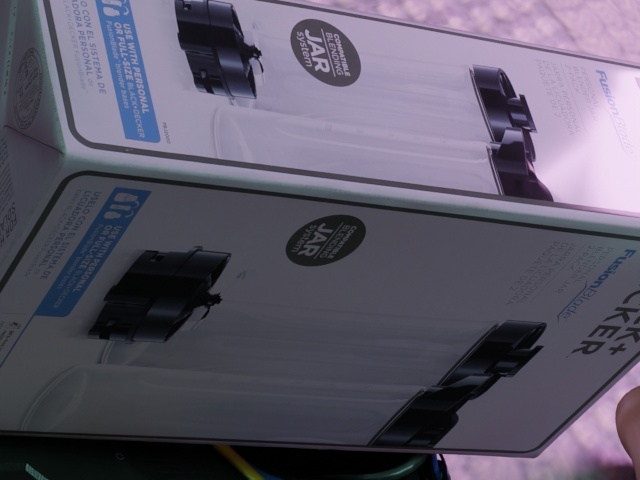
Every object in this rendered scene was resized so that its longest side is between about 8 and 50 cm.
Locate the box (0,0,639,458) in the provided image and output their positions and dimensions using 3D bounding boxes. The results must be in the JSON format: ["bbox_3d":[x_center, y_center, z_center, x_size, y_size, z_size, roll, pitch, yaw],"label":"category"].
[{"bbox_3d":[0.000,0.000,0.700,0.290,0.169,0.087,7,51,-32],"label":"box"}]

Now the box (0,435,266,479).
[{"bbox_3d":[-0.104,0.167,0.648,0.257,0.079,0.322,44,28,6],"label":"box"}]

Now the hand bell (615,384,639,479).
[{"bbox_3d":[0.171,0.202,0.911,0.126,0.126,0.242,30,61,-10],"label":"hand bell"}]

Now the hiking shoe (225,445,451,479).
[{"bbox_3d":[0.021,0.147,0.816,0.304,0.132,0.113,43,48,3],"label":"hiking shoe"}]
